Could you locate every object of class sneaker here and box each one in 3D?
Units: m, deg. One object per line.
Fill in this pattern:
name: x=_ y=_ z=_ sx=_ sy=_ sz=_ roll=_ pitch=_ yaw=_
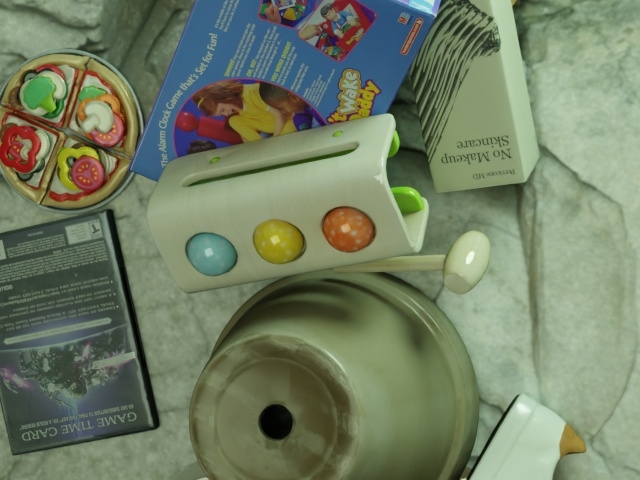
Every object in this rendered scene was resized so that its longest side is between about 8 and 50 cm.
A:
sneaker: x=0.201 y=0.322 z=1.890 sx=0.123 sy=0.106 sz=0.290 roll=32 pitch=83 yaw=4

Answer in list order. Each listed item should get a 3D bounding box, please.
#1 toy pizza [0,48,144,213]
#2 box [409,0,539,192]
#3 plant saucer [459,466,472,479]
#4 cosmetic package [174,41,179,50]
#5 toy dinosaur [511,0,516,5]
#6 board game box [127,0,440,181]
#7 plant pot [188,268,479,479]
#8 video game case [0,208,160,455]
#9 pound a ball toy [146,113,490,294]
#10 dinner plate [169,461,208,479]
toy pizza: x=-0.311 y=-0.131 z=2.047 sx=0.201 sy=0.032 sz=0.201 roll=1 pitch=95 yaw=15
box: x=0.158 y=-0.198 z=1.850 sx=0.113 sy=0.094 sz=0.275 roll=-8 pitch=109 yaw=20
plant saucer: x=0.140 y=0.343 z=1.975 sx=0.169 sy=0.029 sz=0.168 roll=1 pitch=95 yaw=13
cosmetic package: x=-0.037 y=-0.212 z=1.943 sx=0.231 sy=0.085 sz=0.117 roll=-20 pitch=91 yaw=17
toy dinosaur: x=0.174 y=-0.260 z=1.895 sx=0.211 sy=0.064 sz=0.112 roll=-41 pitch=86 yaw=15
board game box: x=-0.043 y=-0.174 z=1.820 sx=0.233 sy=0.078 sz=0.347 roll=23 pitch=130 yaw=-6
plant pot: x=-0.009 y=0.186 z=1.856 sx=0.323 sy=0.280 sz=0.323 roll=-1 pitch=88 yaw=17
video game case: x=-0.318 y=0.114 z=2.075 sx=0.196 sy=0.026 sz=0.274 roll=-12 pitch=93 yaw=15
pound a ball toy: x=0.000 y=0.000 z=1.811 sx=0.319 sy=0.135 sz=0.208 roll=-9 pitch=125 yaw=21
dinner plate: x=-0.133 y=0.329 z=2.022 sx=0.141 sy=0.017 sz=0.141 roll=-5 pitch=68 yaw=12
